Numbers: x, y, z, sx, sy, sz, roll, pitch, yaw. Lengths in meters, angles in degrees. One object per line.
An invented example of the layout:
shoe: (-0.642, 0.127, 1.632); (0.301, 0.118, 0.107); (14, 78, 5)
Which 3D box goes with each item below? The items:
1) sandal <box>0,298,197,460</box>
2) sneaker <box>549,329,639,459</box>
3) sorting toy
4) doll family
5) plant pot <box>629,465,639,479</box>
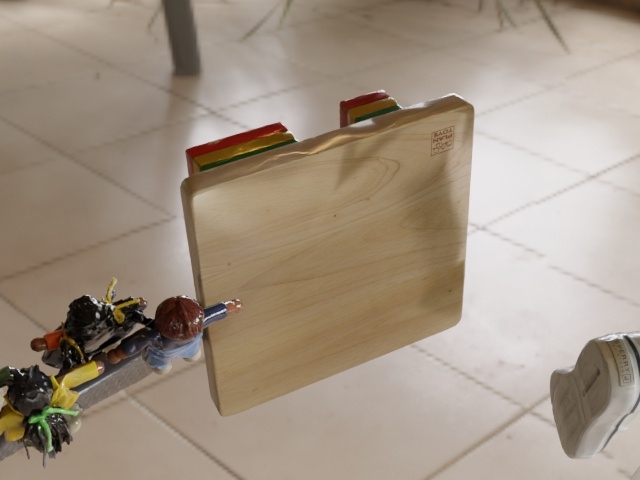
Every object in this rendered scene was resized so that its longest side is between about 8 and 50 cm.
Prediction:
sandal: (-0.190, 0.101, 0.926); (0.054, 0.097, 0.254); (52, 40, 9)
sneaker: (0.281, 0.149, 1.027); (0.091, 0.258, 0.094); (-7, 71, -4)
sorting toy: (0.000, 0.000, 0.972); (0.257, 0.255, 0.089); (-19, 42, -19)
doll family: (-0.138, 0.071, 0.624); (0.193, 0.111, 0.076); (-35, 78, -18)
plant pot: (0.266, 0.183, 0.591); (0.212, 0.187, 0.212); (22, -4, 9)
